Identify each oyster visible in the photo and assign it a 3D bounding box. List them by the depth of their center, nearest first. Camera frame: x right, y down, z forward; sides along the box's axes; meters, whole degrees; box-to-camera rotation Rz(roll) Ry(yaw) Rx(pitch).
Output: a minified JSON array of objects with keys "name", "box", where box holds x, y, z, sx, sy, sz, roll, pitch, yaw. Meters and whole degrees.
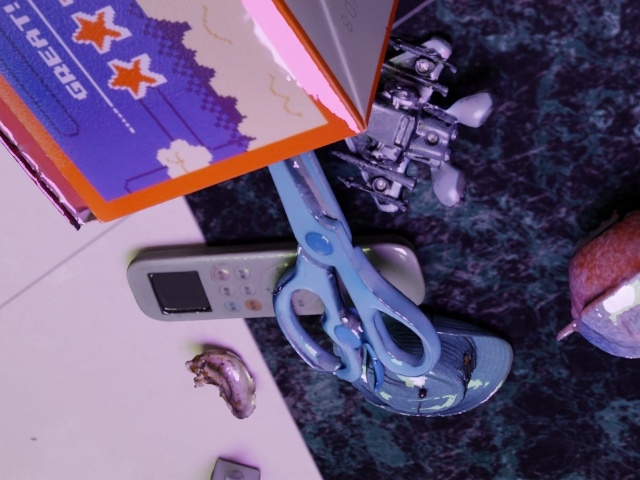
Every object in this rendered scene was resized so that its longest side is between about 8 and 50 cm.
[{"name":"oyster","box":[-0.111,0.155,1.899,0.038,0.080,0.083,-4,100,47]}]

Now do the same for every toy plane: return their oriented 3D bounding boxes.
[{"name":"toy plane","box":[0.028,-0.122,1.597,0.246,0.078,0.169,19,107,1]}]

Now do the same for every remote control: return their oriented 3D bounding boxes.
[{"name":"remote control","box":[-0.046,0.037,1.790,0.309,0.038,0.090,-3,131,17]}]

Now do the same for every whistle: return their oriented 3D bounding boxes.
[{"name":"whistle","box":[0.342,-0.004,1.597,0.346,0.134,0.142,-40,146,28]}]

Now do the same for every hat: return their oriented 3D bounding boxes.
[{"name":"hat","box":[0.099,0.131,1.815,0.190,0.078,0.138,7,132,7]}]

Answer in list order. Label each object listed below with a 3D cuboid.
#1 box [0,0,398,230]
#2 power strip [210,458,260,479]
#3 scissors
[{"name":"box","box":[-0.120,-0.257,1.320,0.256,0.349,0.318,-16,128,27]},{"name":"power strip","box":[-0.129,0.395,2.108,0.062,0.091,0.385,14,134,-2]},{"name":"scissors","box":[0.000,0.000,1.669,0.180,0.032,0.393,5,135,32]}]
